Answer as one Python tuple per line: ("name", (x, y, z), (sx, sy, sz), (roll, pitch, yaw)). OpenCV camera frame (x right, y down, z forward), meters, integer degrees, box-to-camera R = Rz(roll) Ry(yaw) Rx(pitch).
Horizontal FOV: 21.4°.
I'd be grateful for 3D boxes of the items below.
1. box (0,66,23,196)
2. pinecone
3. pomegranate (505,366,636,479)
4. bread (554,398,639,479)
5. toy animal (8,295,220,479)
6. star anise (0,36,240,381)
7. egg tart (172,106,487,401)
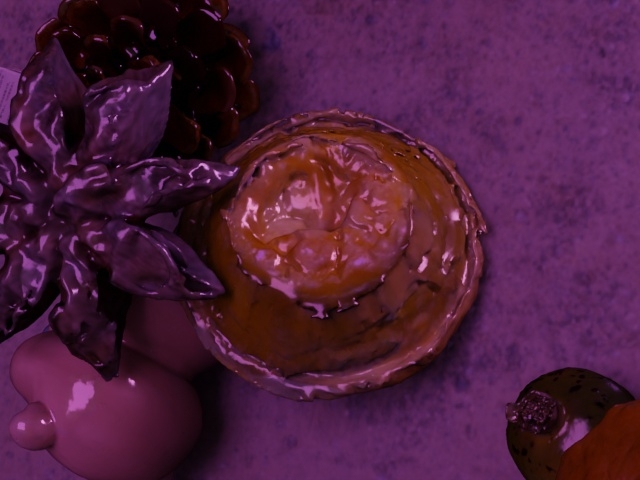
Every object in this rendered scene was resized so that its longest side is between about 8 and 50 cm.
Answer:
("box", (-0.338, -0.087, 1.947), (0.135, 0.081, 0.199), (21, 88, 37))
("pinecone", (-0.191, -0.151, 1.765), (0.264, 0.264, 0.264), (-9, 73, 32))
("pomegranate", (0.222, 0.165, 1.478), (0.130, 0.130, 0.130), (-9, 73, 32))
("bread", (0.277, 0.250, 1.331), (0.268, 0.146, 0.268), (-17, 69, 50))
("toy animal", (-0.185, 0.124, 1.724), (0.221, 0.210, 0.229), (-40, 37, 19))
("star anise", (-0.231, -0.033, 1.592), (0.332, 0.117, 0.331), (0, 90, 15))
("egg tart", (0.000, 0.000, 1.614), (0.315, 0.120, 0.315), (-3, 67, 7))
